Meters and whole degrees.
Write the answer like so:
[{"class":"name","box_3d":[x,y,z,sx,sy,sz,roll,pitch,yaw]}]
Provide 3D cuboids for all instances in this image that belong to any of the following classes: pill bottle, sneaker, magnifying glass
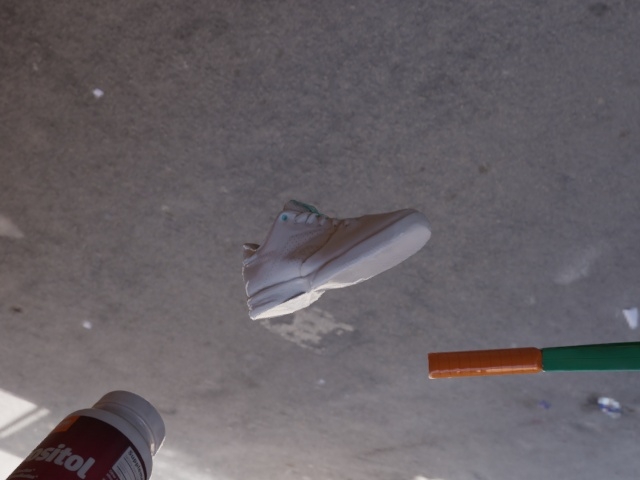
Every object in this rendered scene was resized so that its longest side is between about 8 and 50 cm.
[{"class":"pill bottle","box_3d":[-0.181,0.182,0.574,0.086,0.152,0.086,8,117,16]},{"class":"sneaker","box_3d":[0.000,0.000,0.703,0.212,0.094,0.080,-26,163,34]},{"class":"magnifying glass","box_3d":[0.204,0.098,0.629,0.231,0.026,0.092,-2,174,6]}]
